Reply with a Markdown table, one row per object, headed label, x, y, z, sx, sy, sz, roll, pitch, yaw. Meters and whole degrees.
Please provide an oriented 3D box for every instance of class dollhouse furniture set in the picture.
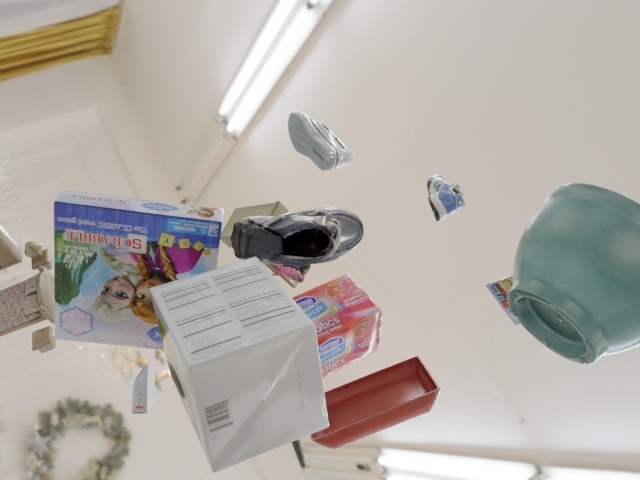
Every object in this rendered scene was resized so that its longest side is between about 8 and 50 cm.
| label | x | y | z | sx | sy | sz | roll | pitch | yaw |
| --- | --- | --- | --- | --- | --- | --- | --- | --- | --- |
| dollhouse furniture set | -0.109 | 0.023 | 1.723 | 0.161 | 0.212 | 0.242 | -5 | -40 | 43 |
| dollhouse furniture set | -0.781 | 0.116 | 1.530 | 0.174 | 0.303 | 0.356 | 71 | -3 | -48 |

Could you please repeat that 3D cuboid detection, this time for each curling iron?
| label | x | y | z | sx | sy | sz | roll | pitch | yaw |
| --- | --- | --- | --- | --- | --- | --- | --- | --- | --- |
| curling iron | -0.096 | 0.556 | 2.068 | 0.274 | 0.035 | 0.068 | 66 | -28 | 11 |

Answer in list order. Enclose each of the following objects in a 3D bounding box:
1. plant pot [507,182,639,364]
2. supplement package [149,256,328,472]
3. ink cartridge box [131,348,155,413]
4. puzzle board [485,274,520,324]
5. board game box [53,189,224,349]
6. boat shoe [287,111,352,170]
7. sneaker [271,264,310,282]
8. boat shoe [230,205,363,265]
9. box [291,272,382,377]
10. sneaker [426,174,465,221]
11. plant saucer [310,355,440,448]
| label | x | y | z | sx | sy | sz | roll | pitch | yaw |
| --- | --- | --- | --- | --- | --- | --- | --- | --- | --- |
| plant pot | 0.438 | 0.078 | 1.128 | 0.293 | 0.196 | 0.293 | 42 | -15 | 14 |
| supplement package | -0.137 | 0.186 | 1.100 | 0.262 | 0.198 | 0.199 | -139 | -143 | -57 |
| ink cartridge box | -0.448 | 0.337 | 1.717 | 0.145 | 0.045 | 0.179 | 142 | -55 | -81 |
| puzzle board | 0.453 | 0.135 | 1.552 | 0.096 | 0.011 | 0.128 | -27 | -70 | 40 |
| board game box | -0.370 | 0.071 | 1.374 | 0.066 | 0.318 | 0.318 | -97 | -165 | -63 |
| boat shoe | -0.003 | -0.225 | 1.561 | 0.226 | 0.075 | 0.083 | 56 | -39 | 42 |
| sneaker | -0.070 | 0.049 | 1.524 | 0.119 | 0.057 | 0.047 | 25 | -20 | 33 |
| boat shoe | 0.000 | 0.000 | 1.374 | 0.158 | 0.340 | 0.127 | 9 | -76 | 47 |
| box | -0.022 | 0.219 | 1.568 | 0.154 | 0.299 | 0.142 | 48 | -30 | 39 |
| sneaker | 0.313 | -0.112 | 1.690 | 0.211 | 0.081 | 0.080 | -81 | 148 | -63 |
| plant saucer | 0.107 | 0.328 | 1.365 | 0.259 | 0.258 | 0.048 | -103 | 172 | -85 |
